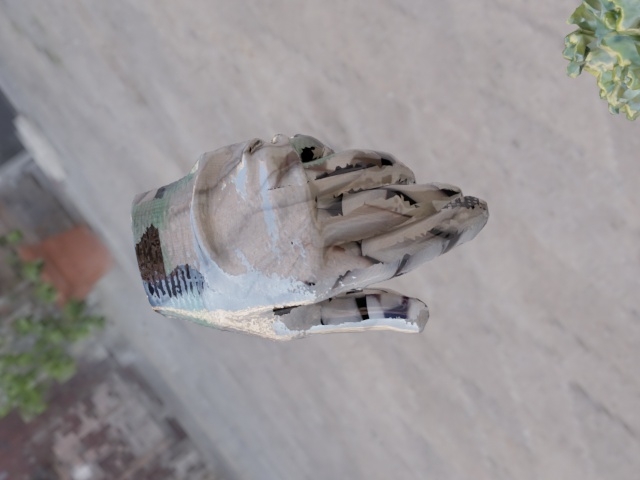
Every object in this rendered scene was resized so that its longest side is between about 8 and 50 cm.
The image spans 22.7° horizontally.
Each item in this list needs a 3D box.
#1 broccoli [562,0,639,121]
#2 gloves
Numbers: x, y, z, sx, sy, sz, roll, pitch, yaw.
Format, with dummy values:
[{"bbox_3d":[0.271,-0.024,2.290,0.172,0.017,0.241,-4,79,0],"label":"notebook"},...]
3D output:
[{"bbox_3d":[0.205,-0.131,0.729,0.226,0.176,0.198,14,-115,-58],"label":"broccoli"},{"bbox_3d":[-0.002,-0.004,0.991,0.111,0.212,0.128,59,-159,-69],"label":"gloves"}]
